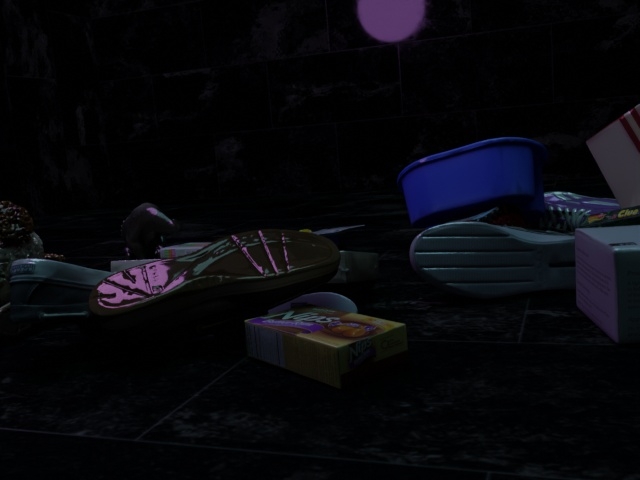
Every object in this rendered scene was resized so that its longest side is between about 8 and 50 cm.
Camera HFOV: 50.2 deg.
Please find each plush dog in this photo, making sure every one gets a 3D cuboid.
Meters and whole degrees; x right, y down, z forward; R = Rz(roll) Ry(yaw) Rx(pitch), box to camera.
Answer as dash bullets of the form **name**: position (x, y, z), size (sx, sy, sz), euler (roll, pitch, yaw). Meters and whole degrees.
- **plush dog**: position (-0.552, 0.043, 1.193), size (0.211, 0.262, 0.225), euler (15, 4, -25)

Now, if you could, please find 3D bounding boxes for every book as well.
- **book**: position (-0.225, 0.022, 1.329), size (0.144, 0.035, 0.096), euler (-2, 2, 27)

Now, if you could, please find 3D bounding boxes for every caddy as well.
- **caddy**: position (0.343, -0.126, 1.543), size (0.341, 0.179, 0.241), euler (-14, -21, 25)

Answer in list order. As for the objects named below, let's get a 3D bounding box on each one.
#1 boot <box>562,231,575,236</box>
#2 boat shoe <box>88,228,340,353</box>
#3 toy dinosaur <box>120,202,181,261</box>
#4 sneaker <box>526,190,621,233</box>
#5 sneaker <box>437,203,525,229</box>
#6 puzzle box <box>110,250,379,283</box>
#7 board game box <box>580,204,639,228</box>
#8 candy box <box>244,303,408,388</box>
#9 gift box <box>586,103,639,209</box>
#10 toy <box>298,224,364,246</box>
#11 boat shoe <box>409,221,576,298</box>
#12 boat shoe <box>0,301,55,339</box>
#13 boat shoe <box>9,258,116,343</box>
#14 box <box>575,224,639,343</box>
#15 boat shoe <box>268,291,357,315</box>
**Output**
- **boot**: position (0.520, 0.000, 1.410), size (0.106, 0.037, 0.114), euler (-15, -4, 44)
- **boat shoe**: position (-0.135, 0.081, 0.953), size (0.342, 0.123, 0.123), euler (-16, 35, -11)
- **toy dinosaur**: position (-0.373, -0.011, 1.448), size (0.121, 0.160, 0.313), euler (-13, -13, -20)
- **sneaker**: position (0.562, -0.052, 1.531), size (0.282, 0.102, 0.161), euler (-1, 13, 26)
- **sneaker**: position (0.317, -0.019, 1.436), size (0.262, 0.104, 0.125), euler (-10, 8, -31)
- **puzzle box**: position (-0.119, 0.053, 1.208), size (0.409, 0.052, 0.272), euler (-3, -3, 16)
- **board game box**: position (0.533, -0.006, 1.022), size (0.136, 0.030, 0.260), euler (37, -20, -17)
- **candy box**: position (0.003, 0.123, 0.838), size (0.109, 0.053, 0.187), euler (-12, 12, -38)
- **gift box**: position (0.660, -0.122, 1.241), size (0.276, 0.258, 0.255), euler (-7, -23, -34)
- **toy**: position (0.000, 0.000, 1.644), size (0.137, 0.056, 0.237), euler (-12, 6, -21)
- **boat shoe**: position (0.303, 0.036, 1.113), size (0.335, 0.121, 0.119), euler (5, 0, -6)
- **boat shoe**: position (-0.485, 0.117, 1.130), size (0.072, 0.068, 0.190), euler (-18, 1, 24)
- **boat shoe**: position (-0.317, 0.102, 1.010), size (0.108, 0.102, 0.301), euler (-8, -16, 30)
- **box**: position (0.439, 0.047, 0.872), size (0.181, 0.119, 0.182), euler (-3, 9, 6)
- **boat shoe**: position (-0.013, 0.104, 1.001), size (0.142, 0.049, 0.040), euler (2, -28, 15)
